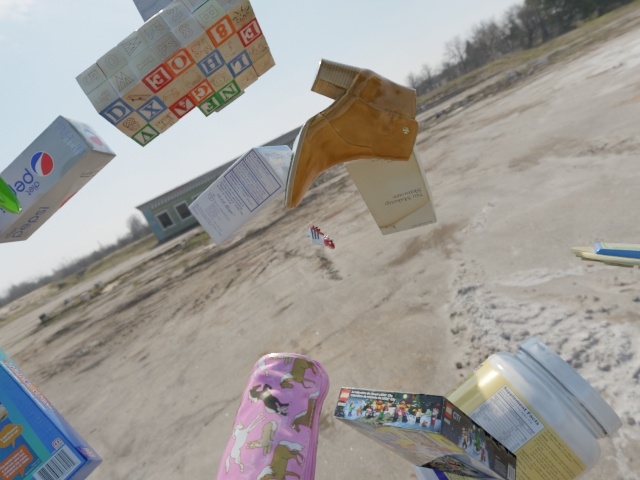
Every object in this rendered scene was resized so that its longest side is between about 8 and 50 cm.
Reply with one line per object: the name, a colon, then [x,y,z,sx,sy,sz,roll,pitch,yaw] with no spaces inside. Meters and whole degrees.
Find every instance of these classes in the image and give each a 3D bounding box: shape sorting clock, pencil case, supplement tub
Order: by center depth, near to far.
shape sorting clock: [0.497,0.030,0.624,0.206,0.041,0.206,0,4,0]
pencil case: [-0.078,0.369,0.669,0.386,0.167,0.160,-81,10,-52]
supplement tub: [0.351,0.368,0.785,0.331,0.241,0.241,-42,10,4]

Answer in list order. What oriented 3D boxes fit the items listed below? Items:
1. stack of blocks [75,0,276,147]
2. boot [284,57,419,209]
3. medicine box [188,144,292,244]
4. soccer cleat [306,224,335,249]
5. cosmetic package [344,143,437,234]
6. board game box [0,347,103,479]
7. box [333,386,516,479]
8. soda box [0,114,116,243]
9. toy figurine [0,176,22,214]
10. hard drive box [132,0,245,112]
stack of blocks: [-0.239,-0.300,0.727,0.297,0.087,0.171,-38,-15,-1]
boot: [0.063,-0.171,0.747,0.104,0.211,0.295,169,118,-78]
medicine box: [-0.207,-0.149,1.278,0.289,0.149,0.263,-36,2,21]
soccer cleat: [0.000,0.000,0.898,0.029,0.083,0.036,10,-63,-53]
cosmetic package: [0.180,-0.152,1.035,0.160,0.309,0.113,-15,53,20]
board game box: [-0.344,0.199,0.384,0.160,0.210,0.047,-45,-13,-27]
box: [0.151,0.275,0.577,0.159,0.233,0.044,-12,46,42]
soda box: [-0.565,-0.118,0.838,0.286,0.091,0.098,-41,3,5]
toy figurine: [-0.577,-0.060,0.605,0.159,0.130,0.173,-37,-23,-15]
hard drive box: [-0.288,-0.428,0.910,0.089,0.232,0.181,-32,-14,8]
